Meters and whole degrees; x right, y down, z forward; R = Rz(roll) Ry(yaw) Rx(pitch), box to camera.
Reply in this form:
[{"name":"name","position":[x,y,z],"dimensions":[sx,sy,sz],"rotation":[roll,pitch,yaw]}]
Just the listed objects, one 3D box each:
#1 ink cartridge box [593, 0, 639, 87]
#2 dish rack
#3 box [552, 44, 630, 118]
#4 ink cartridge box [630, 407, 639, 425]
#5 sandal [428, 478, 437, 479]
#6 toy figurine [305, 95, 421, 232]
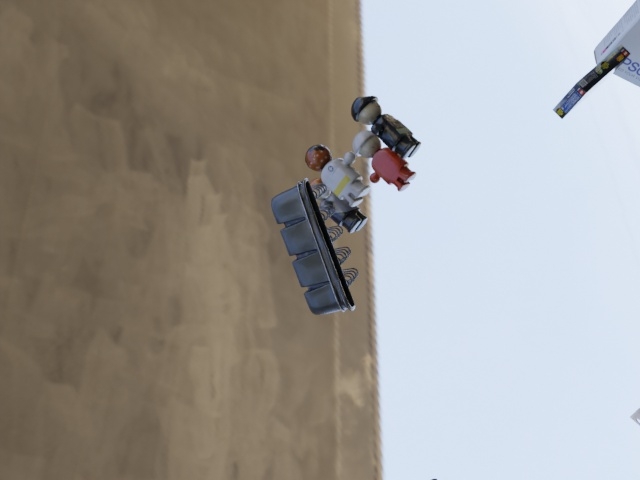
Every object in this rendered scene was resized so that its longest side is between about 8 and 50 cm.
[{"name":"ink cartridge box","position":[0.747,-0.393,1.857],"dimensions":[0.324,0.330,0.071],"rotation":[22,-135,-15]},{"name":"dish rack","position":[0.000,0.000,1.571],"dimensions":[0.271,0.074,0.208],"rotation":[-43,-66,-77]},{"name":"box","position":[0.480,-0.280,1.749],"dimensions":[0.137,0.094,0.027],"rotation":[-40,-98,-24]},{"name":"ink cartridge box","position":[0.712,0.374,2.121],"dimensions":[0.048,0.083,0.028],"rotation":[45,168,42]},{"name":"sandal","position":[0.190,0.459,1.721],"dimensions":[0.076,0.265,0.102],"rotation":[37,-104,7]},{"name":"toy figurine","position":[0.070,-0.142,1.842],"dimensions":[0.148,0.209,0.213],"rotation":[45,168,16]}]
